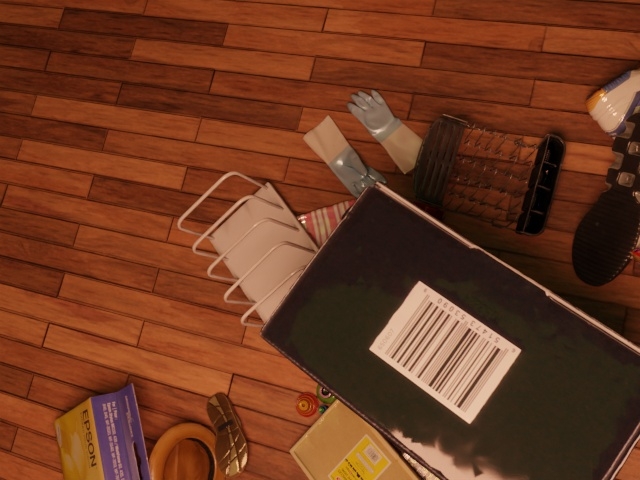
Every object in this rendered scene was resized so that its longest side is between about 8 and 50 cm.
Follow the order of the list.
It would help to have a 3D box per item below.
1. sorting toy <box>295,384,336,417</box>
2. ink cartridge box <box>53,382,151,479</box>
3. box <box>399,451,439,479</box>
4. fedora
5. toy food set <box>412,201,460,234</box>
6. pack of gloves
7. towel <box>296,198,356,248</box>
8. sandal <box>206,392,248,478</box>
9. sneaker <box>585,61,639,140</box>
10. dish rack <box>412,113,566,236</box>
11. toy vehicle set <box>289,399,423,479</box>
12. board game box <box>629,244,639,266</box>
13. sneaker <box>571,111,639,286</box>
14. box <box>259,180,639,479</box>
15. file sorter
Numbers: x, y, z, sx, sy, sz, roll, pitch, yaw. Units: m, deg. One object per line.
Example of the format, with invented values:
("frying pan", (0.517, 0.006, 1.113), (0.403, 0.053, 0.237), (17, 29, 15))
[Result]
("sorting toy", (-0.006, 0.328, 1.367), (0.102, 0.042, 0.061), (-37, 70, 5))
("ink cartridge box", (-0.447, 0.481, 1.369), (0.307, 0.072, 0.304), (-36, 64, 45))
("box", (0.180, 0.523, 1.268), (0.184, 0.045, 0.191), (38, 89, 18))
("fedora", (-0.286, 0.477, 1.376), (0.079, 0.194, 0.195), (-24, 68, 48))
("toy food set", (0.201, -0.021, 1.374), (0.232, 0.104, 0.111), (23, 99, 37))
("pack of gloves", (0.096, -0.217, 1.458), (0.195, 0.046, 0.232), (-42, 70, 5))
("towel", (0.000, 0.000, 1.446), (0.196, 0.029, 0.144), (-15, 73, 13))
("sandal", (-0.191, 0.409, 1.404), (0.072, 0.049, 0.180), (-26, 57, 3))
("sneaker", (0.668, -0.302, 1.293), (0.296, 0.112, 0.131), (-34, 88, 8))
("dish rack", (0.326, -0.136, 1.323), (0.271, 0.074, 0.208), (18, 81, -1))
("toy vehicle set", (0.075, 0.447, 1.284), (0.166, 0.035, 0.267), (-47, 55, 3))
("board game box", (0.662, 0.052, 1.177), (0.146, 0.045, 0.193), (-39, 106, 5))
("sneaker", (0.589, -0.063, 1.243), (0.122, 0.146, 0.331), (37, 115, 47))
("box", (0.219, 0.217, 1.086), (0.479, 0.472, 0.297), (35, 83, 21))
("file sorter", (-0.136, 0.024, 1.387), (0.193, 0.173, 0.278), (-42, 67, 12))
